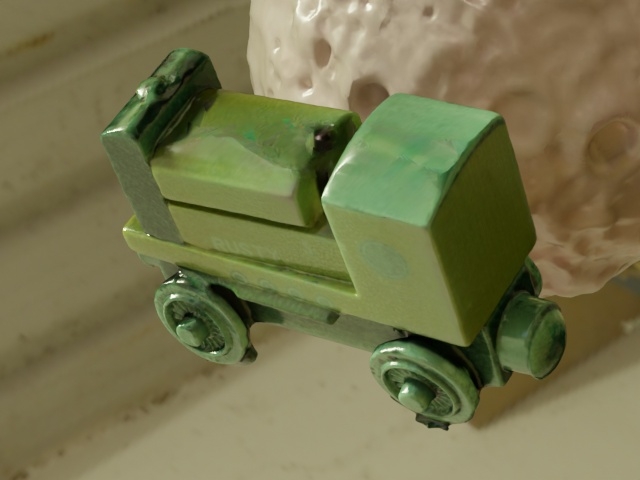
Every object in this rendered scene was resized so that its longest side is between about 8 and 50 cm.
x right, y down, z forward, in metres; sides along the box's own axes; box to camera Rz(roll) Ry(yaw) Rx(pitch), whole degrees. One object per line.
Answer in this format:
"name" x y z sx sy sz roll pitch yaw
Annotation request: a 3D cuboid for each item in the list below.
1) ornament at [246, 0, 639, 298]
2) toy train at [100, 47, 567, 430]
"ornament" 0.098 -0.098 0.825 0.259 0.225 0.259 7 -90 -66
"toy train" 0.000 0.000 0.425 0.050 0.122 0.081 -56 -36 -30
